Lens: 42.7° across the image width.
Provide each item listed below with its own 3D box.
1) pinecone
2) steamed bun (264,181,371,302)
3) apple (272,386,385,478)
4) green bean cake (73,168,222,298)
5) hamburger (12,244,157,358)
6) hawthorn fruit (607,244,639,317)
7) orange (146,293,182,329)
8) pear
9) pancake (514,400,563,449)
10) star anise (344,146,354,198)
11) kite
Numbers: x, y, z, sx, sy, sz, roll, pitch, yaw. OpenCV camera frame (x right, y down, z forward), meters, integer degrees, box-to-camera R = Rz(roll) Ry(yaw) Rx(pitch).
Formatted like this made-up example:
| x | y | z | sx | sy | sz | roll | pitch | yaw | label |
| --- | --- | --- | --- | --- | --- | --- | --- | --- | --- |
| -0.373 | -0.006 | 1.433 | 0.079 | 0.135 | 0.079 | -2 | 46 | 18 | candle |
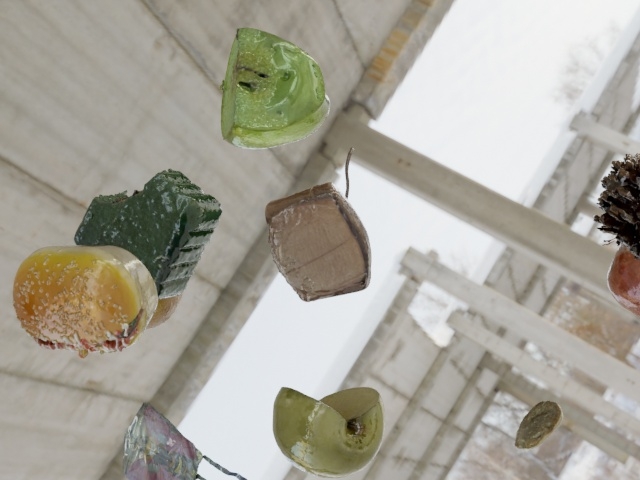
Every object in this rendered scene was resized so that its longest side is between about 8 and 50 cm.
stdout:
| x | y | z | sx | sy | sz | roll | pitch | yaw | label |
| --- | --- | --- | --- | --- | --- | --- | --- | --- | --- |
| 0.635 | -0.060 | 1.575 | 0.221 | 0.221 | 0.221 | -45 | -26 | -30 | pinecone |
| 0.000 | 0.000 | 2.171 | 0.199 | 0.251 | 0.301 | -89 | -21 | -73 | steamed bun |
| 0.016 | 0.503 | 2.152 | 0.295 | 0.257 | 0.234 | 8 | -102 | -41 | apple |
| -0.433 | -0.039 | 2.077 | 0.308 | 0.300 | 0.169 | -61 | -20 | 17 | green bean cake |
| -0.469 | 0.115 | 1.614 | 0.151 | 0.295 | 0.227 | -43 | -53 | -55 | hamburger |
| 0.804 | 0.096 | 1.932 | 0.231 | 0.263 | 0.235 | -21 | -9 | 21 | hawthorn fruit |
| -0.520 | 0.120 | 2.329 | 0.274 | 0.274 | 0.274 | -45 | -26 | -30 | orange |
| -0.129 | -0.417 | 2.411 | 0.238 | 0.317 | 0.343 | 129 | 145 | -65 | pear |
| 0.532 | 0.456 | 2.007 | 0.151 | 0.025 | 0.152 | -43 | 11 | 11 | pancake |
| 0.098 | -0.130 | 2.440 | 0.148 | 0.218 | 0.227 | 10 | -61 | -28 | star anise |
| -0.280 | 0.504 | 1.779 | 0.022 | 0.360 | 0.204 | -30 | -40 | -66 | kite |
